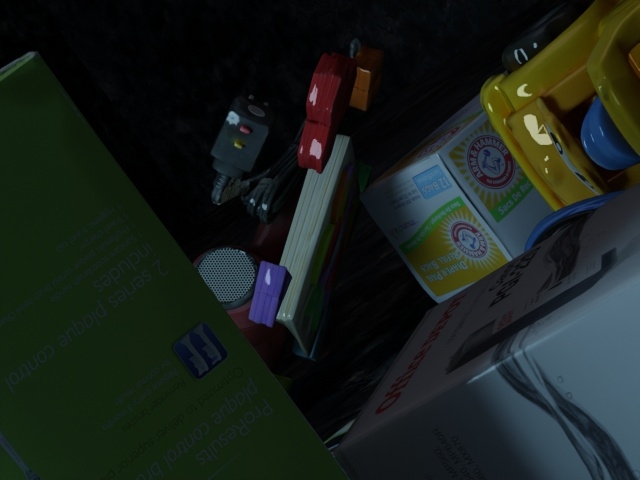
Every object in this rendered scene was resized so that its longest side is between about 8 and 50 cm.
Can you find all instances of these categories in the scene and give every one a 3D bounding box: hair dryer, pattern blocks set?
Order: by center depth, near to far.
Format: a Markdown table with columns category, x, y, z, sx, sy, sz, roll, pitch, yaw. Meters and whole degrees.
| category | x | y | z | sx | sy | sz | roll | pitch | yaw |
| --- | --- | --- | --- | --- | --- | --- | --- | --- | --- |
| pattern blocks set | 0.000 | 0.000 | 1.300 | 0.325 | 0.026 | 0.285 | -18 | -56 | -82 |
| hair dryer | -0.027 | 0.004 | 1.384 | 0.223 | 0.080 | 0.294 | -30 | -36 | -56 |

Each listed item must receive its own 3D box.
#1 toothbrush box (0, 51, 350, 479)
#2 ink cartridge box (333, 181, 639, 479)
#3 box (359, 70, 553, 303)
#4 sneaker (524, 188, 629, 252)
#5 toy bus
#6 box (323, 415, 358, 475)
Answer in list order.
| category | x | y | z | sx | sy | sz | roll | pitch | yaw |
| --- | --- | --- | --- | --- | --- | --- | --- | --- | --- |
| toothbrush box | -0.097 | 0.091 | 0.722 | 0.122 | 0.283 | 0.206 | -37 | 6 | -22 |
| ink cartridge box | 0.130 | 0.042 | 0.746 | 0.218 | 0.092 | 0.158 | -35 | 6 | 27 |
| box | 0.146 | -0.060 | 1.335 | 0.203 | 0.103 | 0.114 | -40 | 7 | -31 |
| sneaker | 0.191 | -0.003 | 0.931 | 0.188 | 0.067 | 0.078 | -27 | 38 | 24 |
| toy bus | 0.209 | -0.091 | 1.012 | 0.220 | 0.149 | 0.211 | -36 | 5 | 7 |
| box | 0.001 | 0.141 | 0.950 | 0.207 | 0.036 | 0.114 | -37 | 7 | -7 |
